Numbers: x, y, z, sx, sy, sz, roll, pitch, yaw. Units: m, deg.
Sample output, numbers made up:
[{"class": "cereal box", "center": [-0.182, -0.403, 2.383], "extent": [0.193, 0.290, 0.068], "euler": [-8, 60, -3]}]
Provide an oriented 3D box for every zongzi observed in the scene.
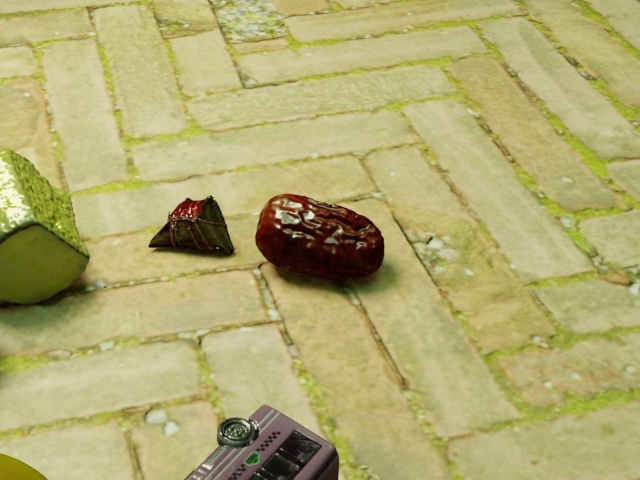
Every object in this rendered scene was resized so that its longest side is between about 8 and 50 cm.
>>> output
[{"class": "zongzi", "center": [-0.139, -0.011, 1.117], "extent": [0.073, 0.067, 0.083], "euler": [-39, 35, -23]}]

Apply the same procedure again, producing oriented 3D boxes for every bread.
[{"class": "bread", "center": [-0.294, -0.009, 1.051], "extent": [0.111, 0.129, 0.114], "euler": [-44, 52, 7]}]

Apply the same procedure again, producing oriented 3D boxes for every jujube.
[{"class": "jujube", "center": [0.000, 0.000, 1.082], "extent": [0.129, 0.077, 0.077], "euler": [16, 42, 2]}]

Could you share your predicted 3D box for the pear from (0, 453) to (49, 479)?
[{"class": "pear", "center": [-0.254, 0.219, 0.760], "extent": [0.162, 0.149, 0.149], "euler": [1, 40, -6]}]

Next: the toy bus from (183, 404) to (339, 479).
[{"class": "toy bus", "center": [-0.064, 0.209, 0.810], "extent": [0.098, 0.087, 0.178], "euler": [24, 40, 23]}]
